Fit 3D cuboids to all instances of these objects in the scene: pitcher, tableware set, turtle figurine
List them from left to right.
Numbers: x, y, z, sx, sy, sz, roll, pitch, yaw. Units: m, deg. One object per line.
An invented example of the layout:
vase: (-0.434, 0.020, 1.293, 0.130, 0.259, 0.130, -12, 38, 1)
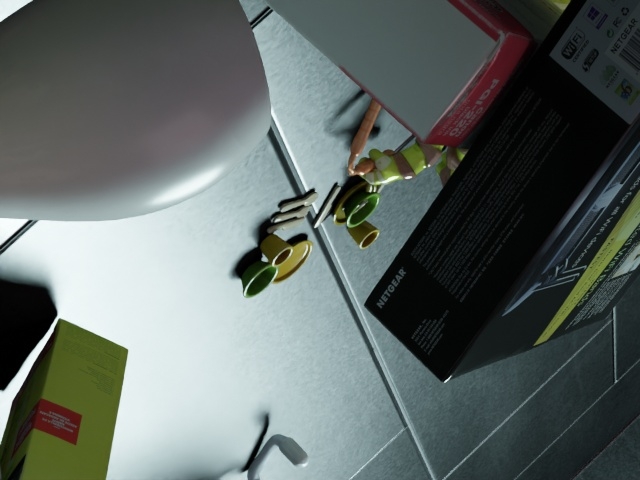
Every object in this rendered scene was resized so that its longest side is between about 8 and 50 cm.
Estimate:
pitcher: (-0.139, -0.059, 0.933, 0.207, 0.126, 0.178, -18, 173, -12)
tableware set: (0.000, 0.000, 1.443, 0.154, 0.024, 0.104, -18, 147, -51)
turtle figurine: (0.146, -0.109, 1.424, 0.269, 0.087, 0.217, -44, 159, -4)

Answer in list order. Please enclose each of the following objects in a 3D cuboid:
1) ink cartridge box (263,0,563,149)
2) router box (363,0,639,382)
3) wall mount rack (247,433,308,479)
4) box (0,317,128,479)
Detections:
ink cartridge box: (0.085, -0.137, 1.159, 0.092, 0.158, 0.218, -54, 157, 19)
router box: (0.192, -0.062, 1.158, 0.243, 0.081, 0.309, -12, 141, -56)
wall mount rack: (-0.033, 0.351, 1.633, 0.350, 0.304, 0.130, -25, 160, -43)
box: (-0.176, 0.147, 1.154, 0.087, 0.058, 0.232, -57, -166, 24)
